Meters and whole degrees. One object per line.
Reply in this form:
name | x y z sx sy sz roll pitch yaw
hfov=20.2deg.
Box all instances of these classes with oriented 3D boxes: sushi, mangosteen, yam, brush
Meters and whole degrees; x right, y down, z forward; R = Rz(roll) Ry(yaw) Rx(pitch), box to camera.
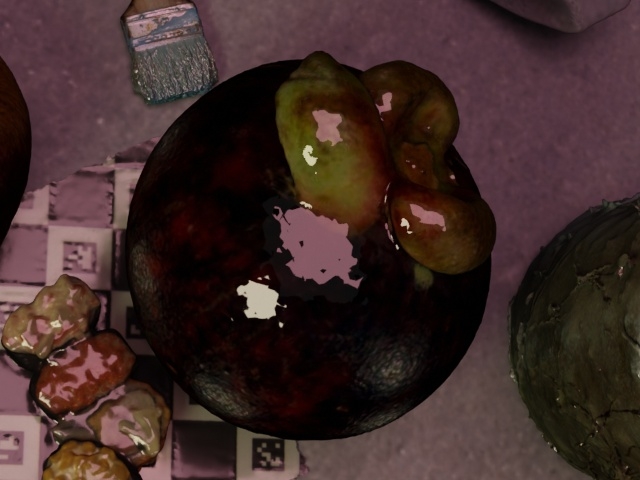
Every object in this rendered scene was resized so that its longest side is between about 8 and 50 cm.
sushi | -0.170 0.088 1.338 0.264 0.050 0.290 -23 83 -17
mangosteen | 0.000 0.000 1.277 0.288 0.288 0.288 3 76 -13
yam | 0.274 0.071 1.317 0.241 0.348 0.241 0 86 -6
brush | -0.138 -0.204 1.433 0.070 0.021 0.196 -14 78 -15

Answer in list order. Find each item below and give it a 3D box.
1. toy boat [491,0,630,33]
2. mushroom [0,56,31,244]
toy boat | 0.160 -0.329 1.498 0.276 0.111 0.293 25 60 -7
mushroom | -0.345 -0.064 1.255 0.278 0.163 0.297 38 47 -9
